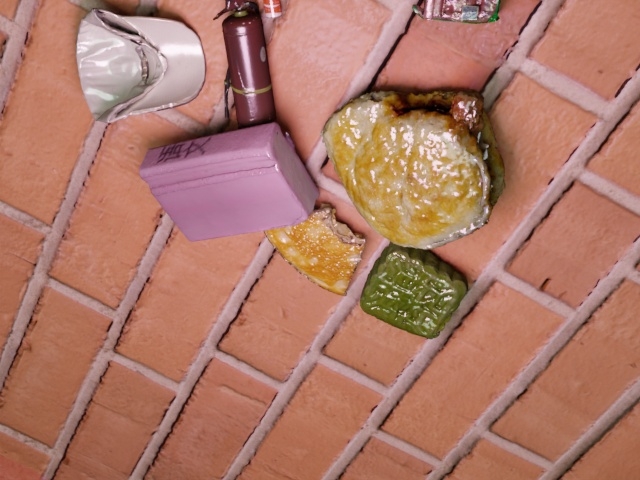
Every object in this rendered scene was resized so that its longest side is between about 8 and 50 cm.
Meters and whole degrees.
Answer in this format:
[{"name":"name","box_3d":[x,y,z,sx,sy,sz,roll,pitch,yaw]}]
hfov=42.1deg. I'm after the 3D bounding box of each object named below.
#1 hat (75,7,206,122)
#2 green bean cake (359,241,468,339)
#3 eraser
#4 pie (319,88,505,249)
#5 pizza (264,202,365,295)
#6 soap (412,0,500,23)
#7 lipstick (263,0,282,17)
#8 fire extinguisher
[{"name":"hat","box_3d":[-0.425,-0.418,1.981,0.302,0.168,0.257,-7,100,-11]},{"name":"green bean cake","box_3d":[0.246,0.129,2.170,0.248,0.125,0.222,25,121,-5]},{"name":"eraser","box_3d":[-0.219,-0.136,2.041,0.359,0.122,0.272,-7,137,23]},{"name":"pie","box_3d":[0.216,-0.174,1.974,0.418,0.180,0.395,-3,114,27]},{"name":"pizza","box_3d":[0.000,0.000,2.162,0.323,0.089,0.223,42,125,-16]},{"name":"soap","box_3d":[0.315,-0.594,1.740,0.218,0.098,0.273,8,122,6]},{"name":"lipstick","box_3d":[-0.114,-0.569,1.871,0.038,0.038,0.130,-2,120,12]},{"name":"fire extinguisher","box_3d":[-0.181,-0.409,1.928,0.105,0.141,0.341,27,137,42]}]
